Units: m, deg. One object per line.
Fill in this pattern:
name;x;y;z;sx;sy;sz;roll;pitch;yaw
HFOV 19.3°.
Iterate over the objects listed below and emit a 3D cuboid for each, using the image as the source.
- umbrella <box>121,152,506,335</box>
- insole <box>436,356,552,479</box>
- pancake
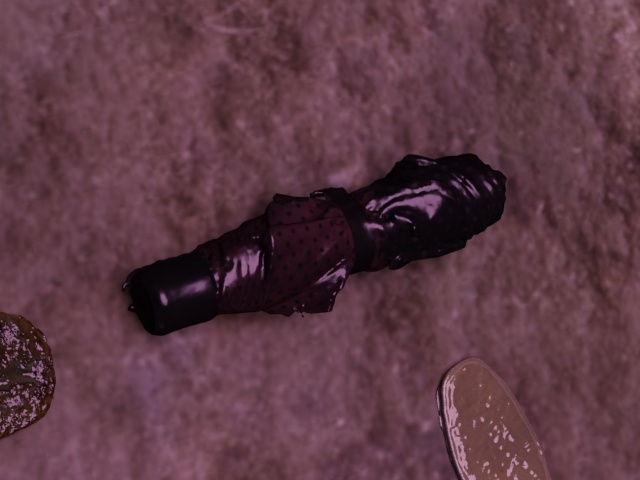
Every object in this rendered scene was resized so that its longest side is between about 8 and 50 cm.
umbrella;0.000;0.000;1.475;0.326;0.090;0.094;-17;110;-26
insole;0.165;0.213;1.553;0.081;0.011;0.248;-29;93;-26
pancake;-0.245;0.100;1.388;0.108;0.017;0.108;3;82;-25
